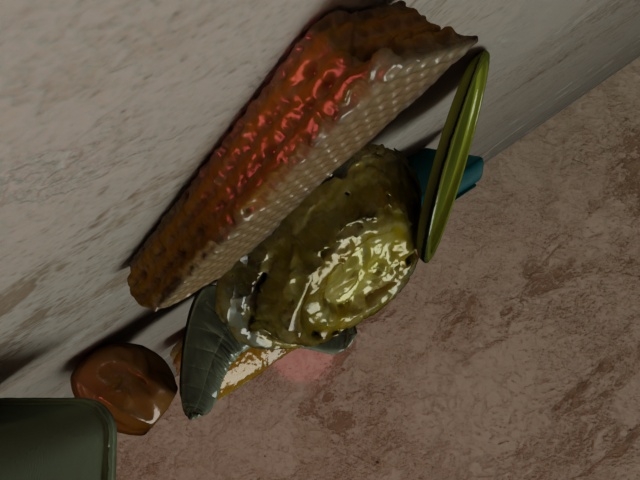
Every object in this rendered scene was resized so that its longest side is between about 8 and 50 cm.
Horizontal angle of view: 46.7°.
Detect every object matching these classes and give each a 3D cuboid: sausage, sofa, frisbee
[{"bbox_3d":[-0.271,0.209,1.044,0.120,0.136,0.241,-56,178,-17],"label":"sausage"},{"bbox_3d":[-0.084,0.158,1.049,0.225,0.176,0.210,6,173,-13],"label":"sofa"},{"bbox_3d":[0.144,-0.089,0.806,0.236,0.017,0.236,17,90,-76],"label":"frisbee"}]

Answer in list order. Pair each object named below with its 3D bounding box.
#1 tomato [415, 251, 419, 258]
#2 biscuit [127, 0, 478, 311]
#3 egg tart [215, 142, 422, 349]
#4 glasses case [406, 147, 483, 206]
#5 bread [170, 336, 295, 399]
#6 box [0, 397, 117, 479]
[{"bbox_3d":[0.078,0.022,1.242,0.200,0.140,0.233,-8,-162,43],"label":"tomato"},{"bbox_3d":[-0.046,-0.043,0.546,0.094,0.054,0.378,-29,173,-40],"label":"biscuit"},{"bbox_3d":[0.018,0.023,0.794,0.278,0.095,0.279,-27,141,-24],"label":"egg tart"},{"bbox_3d":[0.116,-0.055,1.115,0.117,0.070,0.301,17,-145,43],"label":"glasses case"},{"bbox_3d":[-0.134,0.191,1.568,0.375,0.165,0.236,-32,172,-13],"label":"bread"},{"bbox_3d":[-0.309,0.322,0.611,0.177,0.352,0.344,0,173,3],"label":"box"}]
